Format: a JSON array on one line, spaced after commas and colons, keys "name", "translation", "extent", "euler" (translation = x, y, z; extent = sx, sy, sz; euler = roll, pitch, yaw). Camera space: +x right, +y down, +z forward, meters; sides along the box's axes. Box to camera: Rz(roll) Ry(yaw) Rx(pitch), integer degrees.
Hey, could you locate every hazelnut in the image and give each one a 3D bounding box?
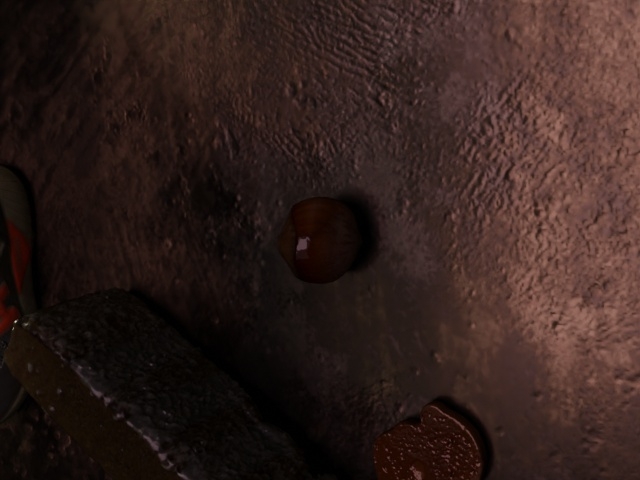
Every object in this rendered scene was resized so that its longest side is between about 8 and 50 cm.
[{"name": "hazelnut", "translation": [0.000, 0.000, 0.974], "extent": [0.086, 0.086, 0.086], "euler": [6, 101, 31]}]

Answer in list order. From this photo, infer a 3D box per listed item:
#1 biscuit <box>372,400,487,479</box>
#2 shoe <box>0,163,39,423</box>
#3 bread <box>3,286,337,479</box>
[{"name": "biscuit", "translation": [0.105, 0.218, 0.975], "extent": [0.102, 0.019, 0.130], "euler": [50, 119, 14]}, {"name": "shoe", "translation": [-0.439, 0.080, 1.195], "extent": [0.132, 0.171, 0.336], "euler": [9, 102, 30]}, {"name": "bread", "translation": [-0.135, 0.208, 1.035], "extent": [0.416, 0.165, 0.113], "euler": [38, 117, 20]}]
